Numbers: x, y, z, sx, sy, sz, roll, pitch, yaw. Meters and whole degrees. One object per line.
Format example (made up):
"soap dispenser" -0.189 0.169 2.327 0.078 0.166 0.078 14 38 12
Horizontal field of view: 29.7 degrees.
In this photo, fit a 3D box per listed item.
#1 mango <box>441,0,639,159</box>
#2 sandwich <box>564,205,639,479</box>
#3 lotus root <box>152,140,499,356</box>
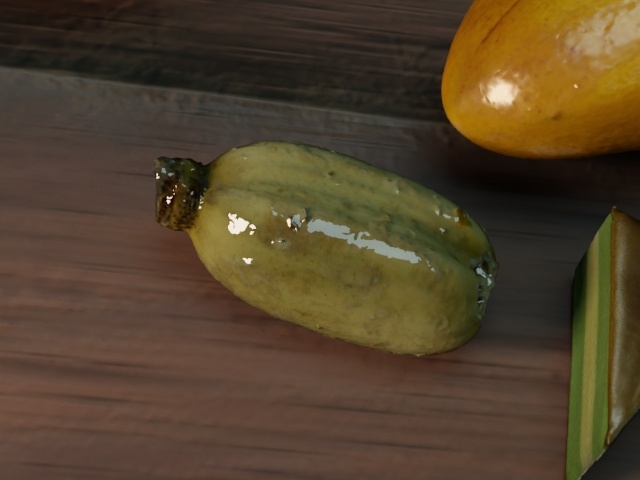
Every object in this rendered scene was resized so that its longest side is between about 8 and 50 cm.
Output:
"mango" 0.182 -0.124 0.692 0.257 0.138 0.187 -19 47 -6
"sandwich" 0.135 0.053 0.600 0.074 0.074 0.116 40 59 16
"lotus root" 0.000 0.001 0.613 0.183 0.077 0.090 18 47 0
